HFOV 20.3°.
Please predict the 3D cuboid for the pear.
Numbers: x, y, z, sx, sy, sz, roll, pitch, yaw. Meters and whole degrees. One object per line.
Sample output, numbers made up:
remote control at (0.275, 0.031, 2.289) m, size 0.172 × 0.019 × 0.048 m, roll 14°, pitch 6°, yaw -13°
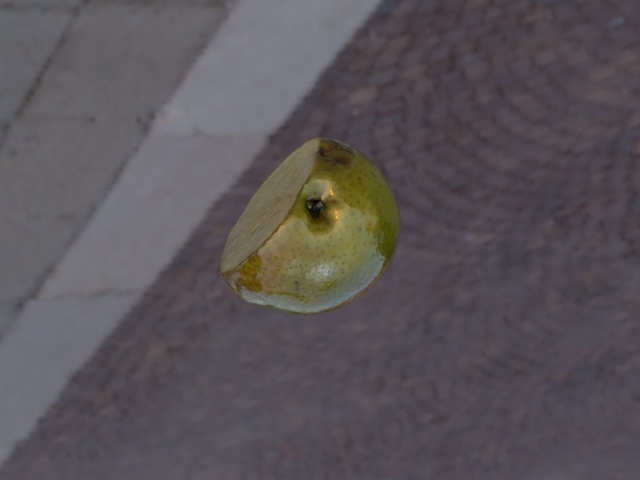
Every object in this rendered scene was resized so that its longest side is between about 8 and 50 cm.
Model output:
pear at (0.000, 0.000, 1.306) m, size 0.104 × 0.141 × 0.141 m, roll 35°, pitch 138°, yaw -11°
